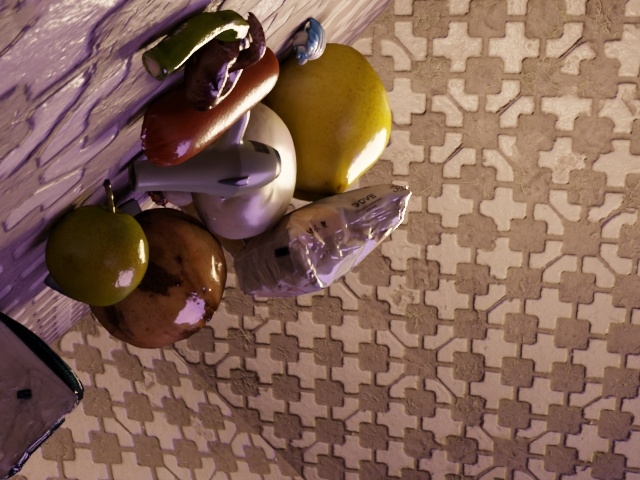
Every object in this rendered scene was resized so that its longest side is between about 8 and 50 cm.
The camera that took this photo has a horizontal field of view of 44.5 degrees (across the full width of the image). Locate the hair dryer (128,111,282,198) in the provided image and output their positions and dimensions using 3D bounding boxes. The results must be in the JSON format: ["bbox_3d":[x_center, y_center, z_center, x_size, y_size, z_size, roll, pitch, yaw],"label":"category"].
[{"bbox_3d":[-0.228,-0.186,1.463,0.296,0.298,0.119,-26,-137,-16],"label":"hair dryer"}]

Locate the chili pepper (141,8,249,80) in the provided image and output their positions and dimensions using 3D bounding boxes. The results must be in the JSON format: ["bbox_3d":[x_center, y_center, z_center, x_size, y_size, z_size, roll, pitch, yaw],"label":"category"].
[{"bbox_3d":[-0.149,-0.252,0.968,0.052,0.050,0.201,-20,-163,37],"label":"chili pepper"}]

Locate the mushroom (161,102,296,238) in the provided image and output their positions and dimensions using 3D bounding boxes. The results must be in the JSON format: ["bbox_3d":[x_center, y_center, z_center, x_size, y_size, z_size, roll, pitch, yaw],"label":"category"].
[{"bbox_3d":[-0.182,-0.141,1.770,0.315,0.315,0.356,-48,175,-32],"label":"mushroom"}]

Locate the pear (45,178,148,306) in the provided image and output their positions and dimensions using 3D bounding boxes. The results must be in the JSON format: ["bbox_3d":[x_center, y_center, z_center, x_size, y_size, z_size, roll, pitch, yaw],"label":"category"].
[{"bbox_3d":[-0.378,0.003,1.363,0.166,0.180,0.216,14,96,-60],"label":"pear"}]

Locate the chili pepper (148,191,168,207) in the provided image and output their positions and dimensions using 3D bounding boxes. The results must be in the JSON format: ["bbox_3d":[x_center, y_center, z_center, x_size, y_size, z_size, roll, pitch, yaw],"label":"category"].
[{"bbox_3d":[-0.407,-0.113,1.988,0.050,0.059,0.268,-57,-171,-7],"label":"chili pepper"}]

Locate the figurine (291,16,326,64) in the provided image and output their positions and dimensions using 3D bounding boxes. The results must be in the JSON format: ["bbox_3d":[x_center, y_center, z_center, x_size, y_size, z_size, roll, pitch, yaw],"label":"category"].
[{"bbox_3d":[-0.026,-0.466,1.804,0.114,0.079,0.114,-172,-90,-84],"label":"figurine"}]

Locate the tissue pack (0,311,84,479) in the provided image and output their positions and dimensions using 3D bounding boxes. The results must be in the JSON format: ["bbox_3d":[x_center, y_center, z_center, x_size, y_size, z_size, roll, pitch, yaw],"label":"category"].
[{"bbox_3d":[-0.640,0.310,1.583,0.253,0.264,0.416,-45,-175,-19],"label":"tissue pack"}]

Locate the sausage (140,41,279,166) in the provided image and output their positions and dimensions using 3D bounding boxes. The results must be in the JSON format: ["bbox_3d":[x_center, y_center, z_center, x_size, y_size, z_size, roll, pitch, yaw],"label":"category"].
[{"bbox_3d":[-0.169,-0.229,1.270,0.348,0.094,0.097,-52,144,-46],"label":"sausage"}]

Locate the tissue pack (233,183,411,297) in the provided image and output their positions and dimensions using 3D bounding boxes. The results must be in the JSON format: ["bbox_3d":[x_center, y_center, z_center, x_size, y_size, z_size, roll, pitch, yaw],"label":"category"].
[{"bbox_3d":[0.000,0.000,1.925,0.375,0.195,0.390,-31,-175,-37],"label":"tissue pack"}]

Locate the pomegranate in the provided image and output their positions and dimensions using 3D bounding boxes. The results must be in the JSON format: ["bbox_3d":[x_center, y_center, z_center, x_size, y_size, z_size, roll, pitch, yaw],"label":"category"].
[{"bbox_3d":[-0.346,0.079,1.657,0.322,0.322,0.322,-44,-175,5],"label":"pomegranate"}]

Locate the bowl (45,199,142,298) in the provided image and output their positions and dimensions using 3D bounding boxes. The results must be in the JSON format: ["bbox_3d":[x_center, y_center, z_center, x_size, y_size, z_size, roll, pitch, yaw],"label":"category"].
[{"bbox_3d":[-0.499,0.052,1.870,0.289,0.146,0.289,-44,-176,4],"label":"bowl"}]

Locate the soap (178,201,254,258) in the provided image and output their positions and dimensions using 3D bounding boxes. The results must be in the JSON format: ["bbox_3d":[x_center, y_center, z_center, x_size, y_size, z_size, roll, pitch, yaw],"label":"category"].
[{"bbox_3d":[-0.204,-0.158,2.122,0.338,0.304,0.169,-48,-171,-35],"label":"soap"}]

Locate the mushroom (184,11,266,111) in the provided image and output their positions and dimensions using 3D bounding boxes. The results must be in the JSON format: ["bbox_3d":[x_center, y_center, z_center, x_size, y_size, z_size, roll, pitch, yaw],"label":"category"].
[{"bbox_3d":[-0.140,-0.259,1.119,0.170,0.080,0.135,-42,-162,34],"label":"mushroom"}]

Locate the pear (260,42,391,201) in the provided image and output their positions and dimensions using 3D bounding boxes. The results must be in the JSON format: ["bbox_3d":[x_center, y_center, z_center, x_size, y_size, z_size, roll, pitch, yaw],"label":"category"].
[{"bbox_3d":[0.000,-0.307,2.037,0.362,0.362,0.418,148,-49,-68],"label":"pear"}]
